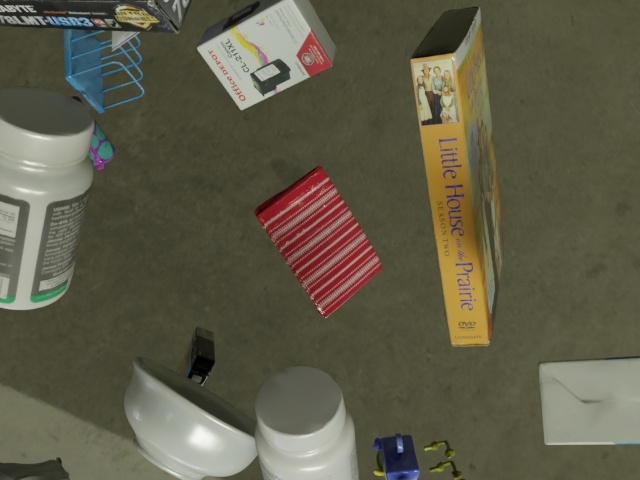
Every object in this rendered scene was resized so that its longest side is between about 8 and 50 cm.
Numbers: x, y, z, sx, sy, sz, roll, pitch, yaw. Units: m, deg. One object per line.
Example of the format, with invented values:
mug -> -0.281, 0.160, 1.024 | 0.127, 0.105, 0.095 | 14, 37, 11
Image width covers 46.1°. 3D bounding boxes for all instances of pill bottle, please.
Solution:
pill bottle -> -0.518, -0.072, 1.332 | 0.204, 0.204, 0.361 | 22, 121, -3
pill bottle -> -0.021, 0.343, 1.221 | 0.160, 0.160, 0.283 | 1, 131, 8

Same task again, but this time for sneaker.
sneaker -> -0.576, 0.448, 1.310 | 0.281, 0.115, 0.105 | 1, 123, -31

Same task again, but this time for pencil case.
pencil case -> -0.484, -0.221, 1.550 | 0.064, 0.070, 0.152 | -16, 140, 8

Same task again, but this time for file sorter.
file sorter -> -0.395, -0.347, 1.386 | 0.104, 0.170, 0.118 | -15, 154, 10

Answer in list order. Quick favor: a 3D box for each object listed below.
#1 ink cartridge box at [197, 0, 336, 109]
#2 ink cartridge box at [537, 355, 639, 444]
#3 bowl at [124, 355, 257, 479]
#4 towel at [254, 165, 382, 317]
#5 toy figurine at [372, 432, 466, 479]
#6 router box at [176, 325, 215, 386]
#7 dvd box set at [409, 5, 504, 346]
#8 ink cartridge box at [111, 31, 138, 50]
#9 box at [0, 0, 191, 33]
ink cartridge box -> -0.082, -0.299, 1.169 | 0.175, 0.072, 0.127 | -22, 124, 23
ink cartridge box -> 0.311, 0.158, 0.752 | 0.134, 0.231, 0.078 | -9, 76, 28
bowl -> -0.240, 0.337, 1.344 | 0.298, 0.298, 0.134 | 34, 82, -9
towel -> 0.000, 0.000, 1.605 | 0.275, 0.199, 0.031 | 58, 152, -12
toy figurine -> 0.194, 0.458, 1.533 | 0.191, 0.362, 0.217 | -13, 116, 6
router box -> -0.274, 0.279, 1.631 | 0.046, 0.179, 0.133 | 23, 98, -14
dvd box set -> 0.214, -0.103, 1.109 | 0.062, 0.308, 0.420 | -3, 115, 19
ink cartridge box -> -0.272, -0.424, 1.182 | 0.206, 0.045, 0.208 | -9, 82, 49
box -> -0.262, -0.403, 0.944 | 0.293, 0.296, 0.073 | 10, 163, 26
